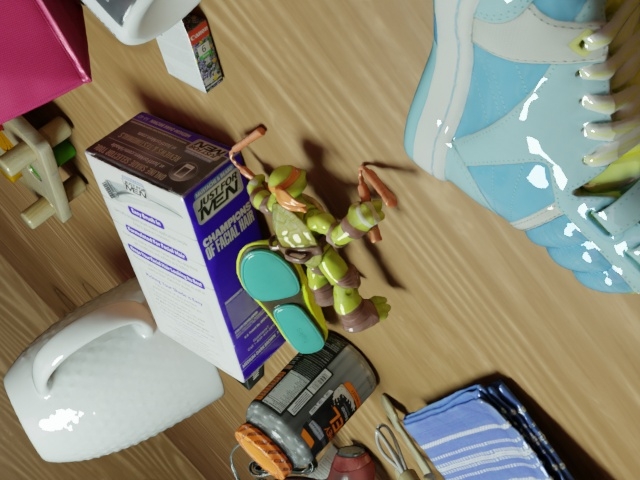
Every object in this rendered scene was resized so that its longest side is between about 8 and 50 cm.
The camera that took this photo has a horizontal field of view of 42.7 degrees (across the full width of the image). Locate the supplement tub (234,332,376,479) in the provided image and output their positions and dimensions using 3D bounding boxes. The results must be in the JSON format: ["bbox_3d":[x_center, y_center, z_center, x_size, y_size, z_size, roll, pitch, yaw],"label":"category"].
[{"bbox_3d":[-0.021,0.229,1.135,0.117,0.190,0.117,36,155,20],"label":"supplement tub"}]

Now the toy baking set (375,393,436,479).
[{"bbox_3d":[0.129,0.353,1.149,0.197,0.030,0.256,-152,45,-67],"label":"toy baking set"}]

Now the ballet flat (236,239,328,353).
[{"bbox_3d":[-0.048,0.057,1.049,0.077,0.077,0.231,-13,137,13],"label":"ballet flat"}]

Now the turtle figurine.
[{"bbox_3d":[0.000,0.000,0.866,0.269,0.087,0.217,17,144,47],"label":"turtle figurine"}]

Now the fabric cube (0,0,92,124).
[{"bbox_3d":[-0.410,-0.252,0.815,0.254,0.258,0.259,-116,0,-54],"label":"fabric cube"}]

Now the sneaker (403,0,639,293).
[{"bbox_3d":[0.164,-0.083,0.435,0.208,0.127,0.319,41,165,14],"label":"sneaker"}]

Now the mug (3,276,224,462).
[{"bbox_3d":[-0.378,0.220,1.443,0.276,0.328,0.374,55,161,21],"label":"mug"}]

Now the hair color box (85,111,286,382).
[{"bbox_3d":[-0.167,0.015,1.091,0.185,0.110,0.339,24,144,33],"label":"hair color box"}]

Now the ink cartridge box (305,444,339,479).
[{"bbox_3d":[-0.014,0.503,1.542,0.086,0.203,0.148,37,155,14],"label":"ink cartridge box"}]

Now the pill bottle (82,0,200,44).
[{"bbox_3d":[-0.198,-0.292,0.673,0.246,0.130,0.130,46,156,-2],"label":"pill bottle"}]

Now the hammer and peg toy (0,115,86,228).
[{"bbox_3d":[-0.525,-0.199,1.349,0.266,0.127,0.361,41,156,14],"label":"hammer and peg toy"}]

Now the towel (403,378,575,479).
[{"bbox_3d":[0.236,0.326,0.958,0.336,0.040,0.243,56,152,7],"label":"towel"}]

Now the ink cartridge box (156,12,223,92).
[{"bbox_3d":[-0.141,-0.211,0.833,0.063,0.029,0.115,31,151,30],"label":"ink cartridge box"}]

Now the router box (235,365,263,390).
[{"bbox_3d":[-0.165,0.186,1.476,0.133,0.046,0.179,37,155,17],"label":"router box"}]

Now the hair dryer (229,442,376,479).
[{"bbox_3d":[-0.003,0.428,1.441,0.293,0.080,0.223,49,115,13],"label":"hair dryer"}]
